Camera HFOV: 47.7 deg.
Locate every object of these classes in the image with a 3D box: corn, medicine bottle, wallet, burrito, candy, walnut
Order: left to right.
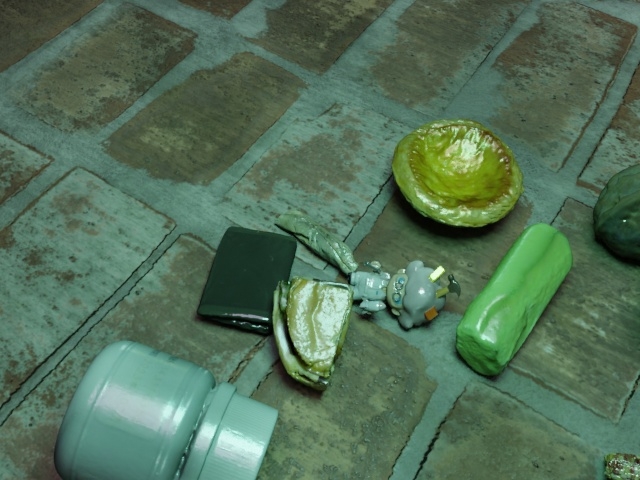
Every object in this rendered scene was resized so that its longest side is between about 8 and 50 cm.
[{"bbox_3d":[-0.243,0.320,1.182,0.306,0.245,0.245,20,54,1],"label":"medicine bottle"},{"bbox_3d":[-0.145,0.074,1.500,0.168,0.052,0.245,11,49,3],"label":"wallet"},{"bbox_3d":[-0.001,0.000,1.564,0.229,0.063,0.058,34,94,28],"label":"burrito"},{"bbox_3d":[0.393,0.110,1.456,0.132,0.142,0.343,38,59,7],"label":"candy"},{"bbox_3d":[0.703,-0.061,1.557,0.224,0.224,0.224,2,53,-3],"label":"walnut"},{"bbox_3d":[0.621,0.426,1.277,0.237,0.079,0.079,13,53,12],"label":"corn"}]

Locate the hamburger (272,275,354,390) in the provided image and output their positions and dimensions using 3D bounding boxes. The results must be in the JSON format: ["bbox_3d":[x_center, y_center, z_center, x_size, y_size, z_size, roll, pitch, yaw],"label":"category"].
[{"bbox_3d":[-0.022,0.181,1.386,0.155,0.135,0.208,6,71,2],"label":"hamburger"}]

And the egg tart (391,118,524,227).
[{"bbox_3d":[0.304,-0.137,1.643,0.318,0.128,0.319,3,54,-4],"label":"egg tart"}]

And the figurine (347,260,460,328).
[{"bbox_3d":[0.165,0.107,1.463,0.228,0.112,0.137,7,80,9],"label":"figurine"}]
